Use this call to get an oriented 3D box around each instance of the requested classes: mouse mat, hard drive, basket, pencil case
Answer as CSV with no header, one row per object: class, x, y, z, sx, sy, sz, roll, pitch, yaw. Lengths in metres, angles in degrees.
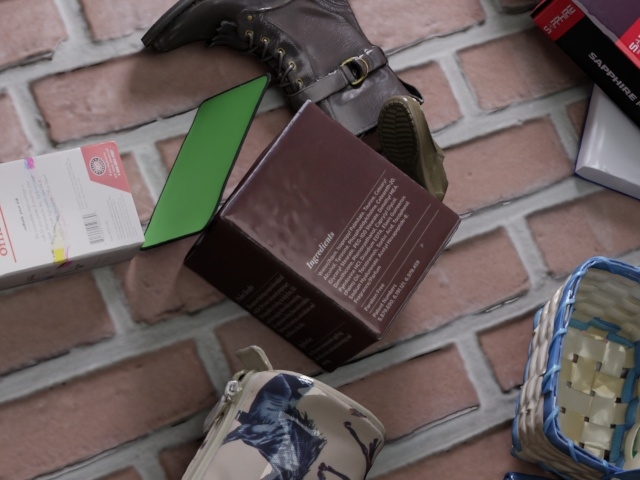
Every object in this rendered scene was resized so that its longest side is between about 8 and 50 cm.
mouse mat,-0.119,-0.079,1.734,0.007,0.153,0.189,31,67,-25
hard drive,0.429,-0.190,2.004,0.210,0.040,0.318,20,69,-12
basket,0.329,0.131,1.741,0.201,0.289,0.254,20,68,-12
pencil case,-0.104,0.311,1.616,0.183,0.160,0.410,36,67,-13

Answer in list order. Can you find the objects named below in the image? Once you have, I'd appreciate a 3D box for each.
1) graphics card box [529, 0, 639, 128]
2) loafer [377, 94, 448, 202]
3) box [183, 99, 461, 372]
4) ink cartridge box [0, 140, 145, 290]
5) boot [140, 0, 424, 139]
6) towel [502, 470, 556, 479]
graphics card box,0.450,-0.209,1.943,0.371,0.094,0.233,46,66,-2
loafer,0.103,-0.097,1.843,0.050,0.056,0.148,-45,132,-42
box,0.000,0.000,1.738,0.203,0.168,0.167,38,67,-5
ink cartridge box,-0.291,-0.020,1.704,0.198,0.067,0.115,-13,78,-23
boot,-0.037,-0.186,1.829,0.263,0.091,0.229,-25,91,-16
towel,0.249,0.289,1.811,0.119,0.029,0.067,14,70,-14
